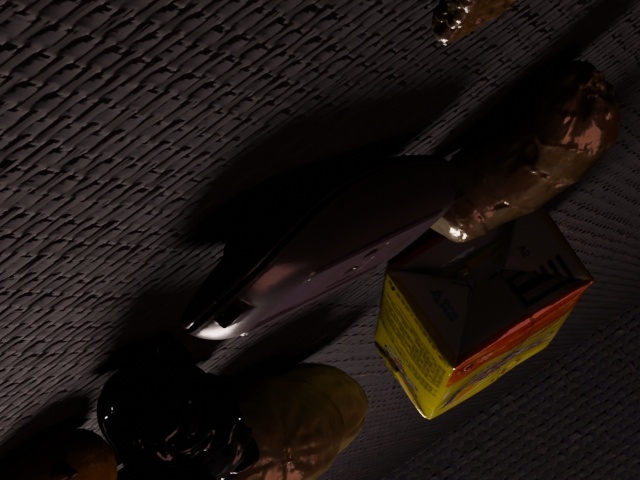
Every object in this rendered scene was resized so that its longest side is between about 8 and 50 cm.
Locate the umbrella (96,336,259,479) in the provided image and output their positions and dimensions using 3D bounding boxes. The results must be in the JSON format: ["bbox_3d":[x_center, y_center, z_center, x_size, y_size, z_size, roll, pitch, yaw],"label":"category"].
[{"bbox_3d":[-0.103,0.143,1.462,0.272,0.110,0.122,89,17,-81],"label":"umbrella"}]

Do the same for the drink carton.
[{"bbox_3d":[0.140,0.065,1.840,0.154,0.111,0.351,-32,170,-7],"label":"drink carton"}]

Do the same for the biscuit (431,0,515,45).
[{"bbox_3d":[0.163,-0.180,1.040,0.231,0.025,0.131,-29,169,-27],"label":"biscuit"}]

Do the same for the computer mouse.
[{"bbox_3d":[0.000,-0.001,1.265,0.232,0.057,0.120,-25,166,-50],"label":"computer mouse"}]

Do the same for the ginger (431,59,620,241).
[{"bbox_3d":[0.142,-0.059,1.401,0.095,0.069,0.190,8,143,-40],"label":"ginger"}]

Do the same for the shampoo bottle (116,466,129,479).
[{"bbox_3d":[-0.281,0.306,1.726,0.350,0.084,0.125,-33,167,-10],"label":"shampoo bottle"}]

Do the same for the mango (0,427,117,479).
[{"bbox_3d":[-0.207,0.192,1.504,0.101,0.066,0.187,-25,173,-32],"label":"mango"}]

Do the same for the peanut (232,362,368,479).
[{"bbox_3d":[-0.025,0.169,1.801,0.120,0.110,0.236,-48,166,24],"label":"peanut"}]
